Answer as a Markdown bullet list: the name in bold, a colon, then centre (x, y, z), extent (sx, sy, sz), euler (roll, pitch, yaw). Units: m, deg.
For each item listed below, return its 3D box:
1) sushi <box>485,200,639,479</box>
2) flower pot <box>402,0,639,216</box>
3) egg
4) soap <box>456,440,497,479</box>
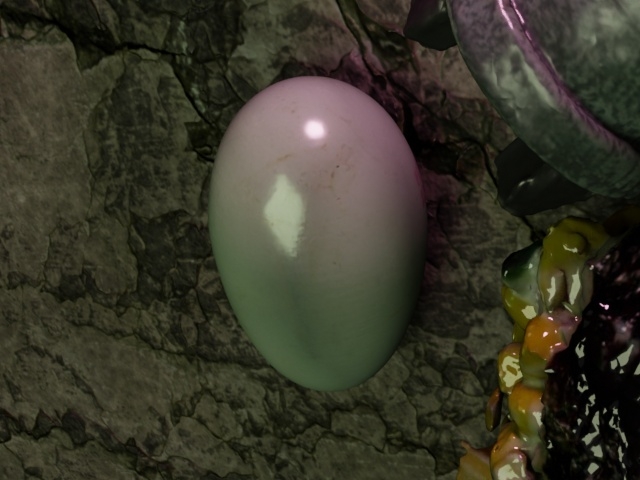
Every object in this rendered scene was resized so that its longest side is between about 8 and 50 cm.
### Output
- **sushi**: centre (0.298, 0.085, 1.294), extent (0.285, 0.328, 0.328), euler (31, 134, 39)
- **flower pot**: centre (0.251, -0.171, 1.207), extent (0.283, 0.299, 0.299), euler (-33, 93, 37)
- **egg**: centre (0.000, 0.000, 1.539), extent (0.230, 0.230, 0.370), euler (17, 131, 30)
- **soap**: centre (0.310, 0.354, 1.503), extent (0.335, 0.156, 0.293), euler (33, 144, 38)
